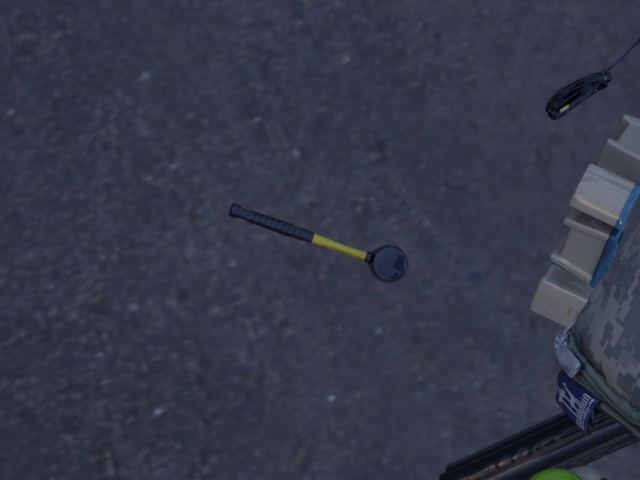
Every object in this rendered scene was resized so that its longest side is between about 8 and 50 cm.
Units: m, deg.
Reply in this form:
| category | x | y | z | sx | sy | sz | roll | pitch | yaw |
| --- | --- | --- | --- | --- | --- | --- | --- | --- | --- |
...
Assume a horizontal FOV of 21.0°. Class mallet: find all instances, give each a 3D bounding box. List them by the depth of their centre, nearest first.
| category | x | y | z | sx | sy | sz | roll | pitch | yaw |
| --- | --- | --- | --- | --- | --- | --- | --- | --- | --- |
| mallet | 0.000 | 0.000 | 1.734 | 0.189 | 0.062 | 0.039 | 19 | 90 | -8 |

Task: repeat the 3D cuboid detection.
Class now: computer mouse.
| category | x | y | z | sx | sy | sz | roll | pitch | yaw |
| --- | --- | --- | --- | --- | --- | --- | --- | --- | --- |
| computer mouse | 0.341 | -0.195 | 1.822 | 0.242 | 0.071 | 0.041 | -37 | 74 | -2 |

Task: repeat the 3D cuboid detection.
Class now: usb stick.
| category | x | y | z | sx | sy | sz | roll | pitch | yaw |
| --- | --- | --- | --- | --- | --- | --- | --- | --- | --- |
| usb stick | 0.233 | 0.170 | 1.522 | 0.077 | 0.278 | 0.045 | 24 | 43 | -55 |

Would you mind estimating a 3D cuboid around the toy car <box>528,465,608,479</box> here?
| category | x | y | z | sx | sy | sz | roll | pitch | yaw |
| --- | --- | --- | --- | --- | --- | --- | --- | --- | --- |
| toy car | 0.196 | 0.281 | 1.313 | 0.188 | 0.149 | 0.155 | 57 | 8 | 18 |

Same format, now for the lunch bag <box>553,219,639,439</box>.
| category | x | y | z | sx | sy | sz | roll | pitch | yaw |
| --- | --- | --- | --- | --- | --- | --- | --- | --- | --- |
| lunch bag | 0.315 | 0.032 | 1.082 | 0.212 | 0.256 | 0.305 | 13 | 111 | -52 |

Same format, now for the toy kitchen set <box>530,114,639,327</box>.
| category | x | y | z | sx | sy | sz | roll | pitch | yaw |
| --- | --- | --- | --- | --- | --- | --- | --- | --- | --- |
| toy kitchen set | 0.355 | -0.010 | 2.020 | 0.122 | 0.207 | 0.166 | 27 | 43 | 13 |
